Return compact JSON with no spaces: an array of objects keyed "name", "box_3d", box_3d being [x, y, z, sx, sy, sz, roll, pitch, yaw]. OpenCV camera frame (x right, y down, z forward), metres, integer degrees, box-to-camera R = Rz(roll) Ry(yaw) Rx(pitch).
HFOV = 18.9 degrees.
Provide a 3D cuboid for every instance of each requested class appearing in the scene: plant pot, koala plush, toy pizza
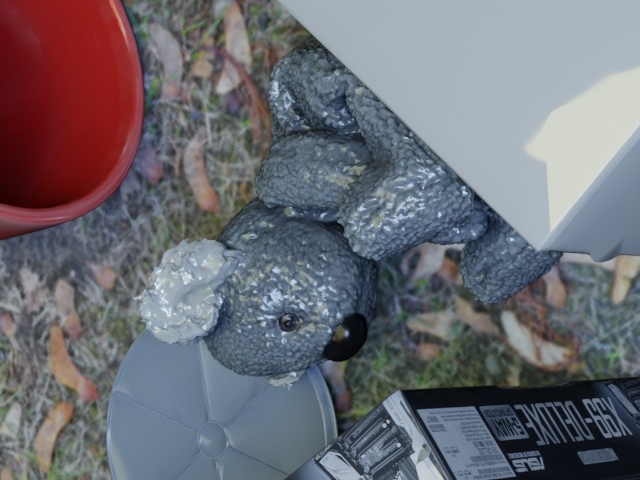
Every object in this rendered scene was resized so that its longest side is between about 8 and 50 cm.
[{"name":"plant pot","box_3d":[-0.305,-0.105,1.400,0.243,0.275,0.275,-24,78,40]},{"name":"koala plush","box_3d":[0.000,0.000,1.236,0.221,0.196,0.203,-49,58,14]},{"name":"toy pizza","box_3d":[-0.069,0.142,1.376,0.201,0.032,0.201,0,90,32]}]

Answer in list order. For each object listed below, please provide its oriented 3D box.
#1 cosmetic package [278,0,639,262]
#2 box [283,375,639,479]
[{"name":"cosmetic package","box_3d":[0.091,-0.161,1.176,0.365,0.197,0.155,44,109,21]},{"name":"box","box_3d":[0.058,0.178,1.137,0.242,0.307,0.076,-41,67,25]}]
